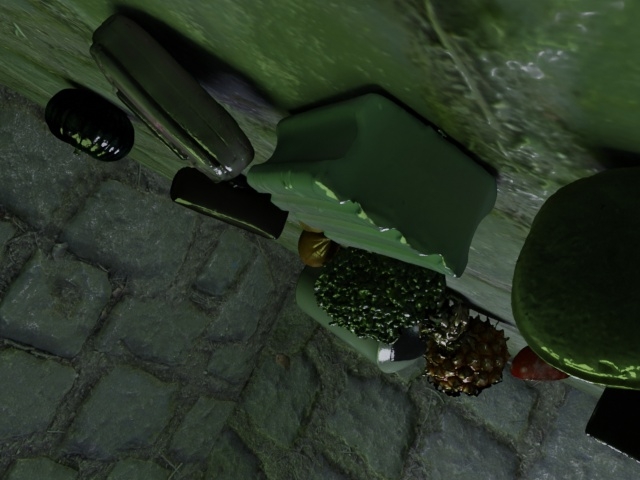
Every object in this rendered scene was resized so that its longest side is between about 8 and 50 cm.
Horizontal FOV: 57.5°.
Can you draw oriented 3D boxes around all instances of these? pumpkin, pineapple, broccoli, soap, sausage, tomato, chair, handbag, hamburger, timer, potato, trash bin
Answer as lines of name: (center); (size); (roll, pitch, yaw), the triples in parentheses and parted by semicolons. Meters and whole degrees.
pumpkin: (-0.532, -0.260, 1.346); (0.202, 0.140, 0.202); (30, 176, 3)
pineapple: (0.345, 0.230, 1.539); (0.262, 0.262, 0.272); (21, 149, 53)
broccoli: (0.135, 0.086, 1.272); (0.288, 0.248, 0.245); (15, -152, 20)
soap: (0.035, -0.057, 0.606); (0.172, 0.095, 0.289); (31, 175, -21)
sausage: (-0.001, 0.006, 1.398); (0.112, 0.112, 0.328); (27, 174, 0)
tomato: (0.619, 0.338, 1.644); (0.159, 0.091, 0.139); (0, -177, 5)
chair: (0.560, 0.294, 0.989); (0.272, 0.166, 0.188); (31, 174, -35)
handbag: (-0.233, -0.109, 1.474); (0.285, 0.114, 0.257); (22, -177, -17)
hamburger: (0.187, 0.022, 0.353); (0.133, 0.140, 0.062); (11, 166, 32)
timer: (-0.167, -0.150, 0.662); (0.208, 0.069, 0.191); (44, 173, -13)
potato: (-0.016, -0.044, 1.238); (0.068, 0.062, 0.083); (54, 144, 2)
trash bin: (0.154, 0.214, 1.825); (0.432, 0.280, 0.280); (28, 177, 35)
